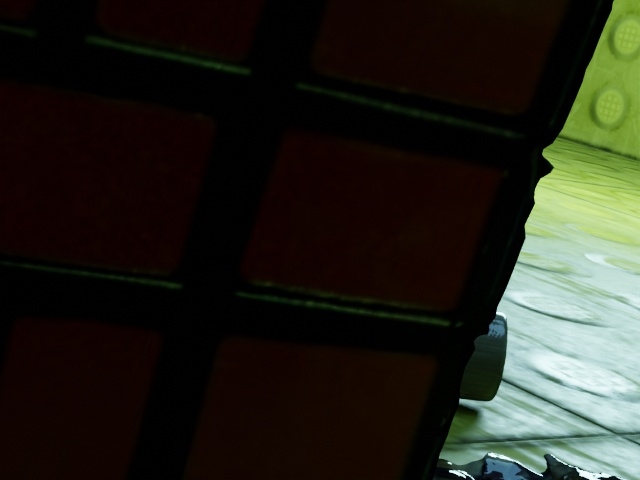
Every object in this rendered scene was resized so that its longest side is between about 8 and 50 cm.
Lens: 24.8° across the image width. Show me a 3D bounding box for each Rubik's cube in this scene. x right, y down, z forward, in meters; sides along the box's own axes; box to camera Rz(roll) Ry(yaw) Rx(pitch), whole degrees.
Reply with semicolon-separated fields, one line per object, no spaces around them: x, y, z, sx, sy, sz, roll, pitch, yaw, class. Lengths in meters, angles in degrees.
-0.099;-0.070;0.547;0.294;0.283;0.288;11;20;-28;Rubik's cube

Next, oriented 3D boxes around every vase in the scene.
0.049;0.057;0.806;0.101;0.053;0.053;8;10;-1;vase

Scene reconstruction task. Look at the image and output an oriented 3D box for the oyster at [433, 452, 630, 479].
0.116;0.116;0.558;0.148;0.051;0.103;20;12;-31;oyster
